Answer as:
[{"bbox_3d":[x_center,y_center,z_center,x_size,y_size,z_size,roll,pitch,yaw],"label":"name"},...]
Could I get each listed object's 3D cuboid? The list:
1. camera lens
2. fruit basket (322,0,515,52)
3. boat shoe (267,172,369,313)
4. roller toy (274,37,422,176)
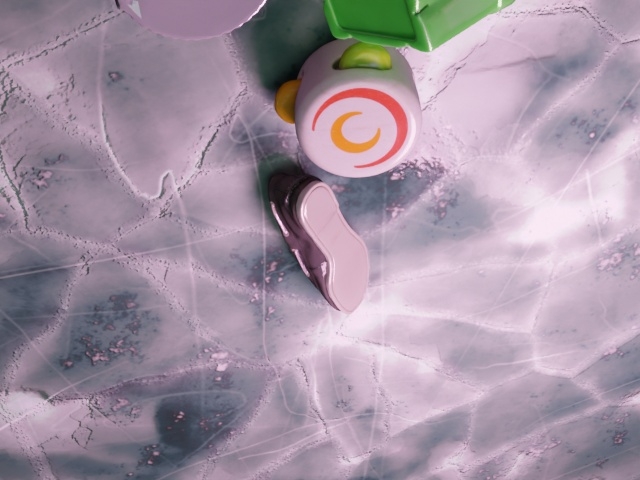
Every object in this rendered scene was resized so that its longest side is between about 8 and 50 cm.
[{"bbox_3d":[-0.169,-0.399,1.260,0.219,0.274,0.219,-8,132,-9],"label":"camera lens"},{"bbox_3d":[0.148,-0.475,1.347,0.392,0.282,0.392,-26,124,-46],"label":"fruit basket"},{"bbox_3d":[0.000,0.000,1.811,0.112,0.095,0.335,-48,141,-21],"label":"boat shoe"},{"bbox_3d":[0.054,-0.206,1.587,0.209,0.146,0.191,-35,122,24],"label":"roller toy"}]
